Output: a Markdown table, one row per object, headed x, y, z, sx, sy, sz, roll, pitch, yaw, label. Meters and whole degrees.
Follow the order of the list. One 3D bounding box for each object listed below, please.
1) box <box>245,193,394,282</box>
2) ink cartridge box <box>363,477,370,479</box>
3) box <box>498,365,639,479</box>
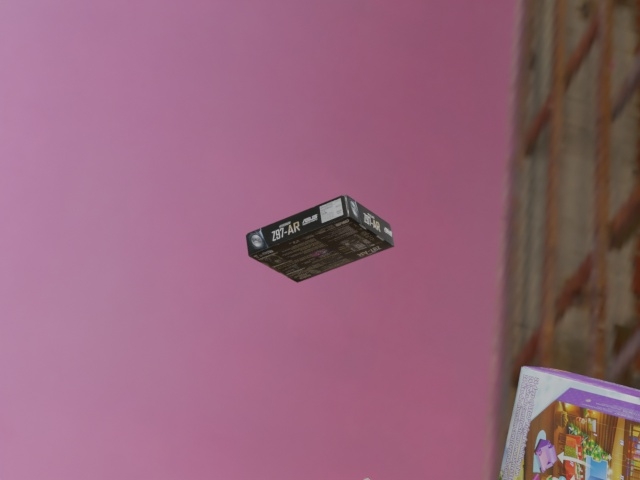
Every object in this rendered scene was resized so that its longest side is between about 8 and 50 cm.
| x | y | z | sx | sy | sz | roll | pitch | yaw | label |
| --- | --- | --- | --- | --- | --- | --- | --- | --- | --- |
| 0.000 | 0.000 | 0.999 | 0.083 | 0.067 | 0.018 | -22 | -118 | 25 | box |
| 0.021 | 0.170 | 0.744 | 0.048 | 0.083 | 0.028 | -35 | -166 | -31 | ink cartridge box |
| 0.218 | 0.257 | 1.055 | 0.200 | 0.057 | 0.293 | 13 | -88 | 38 | box |
